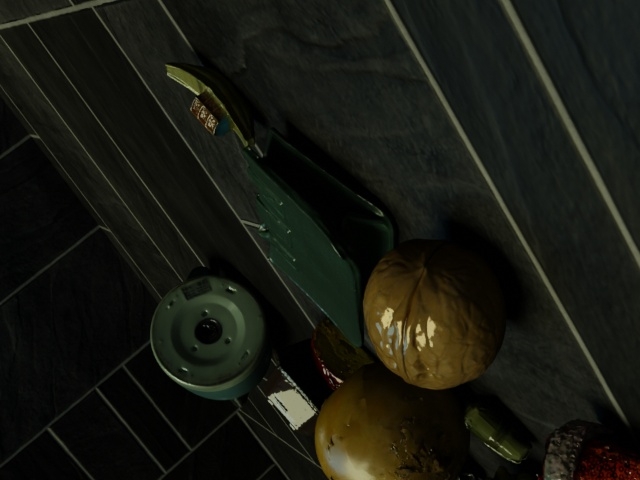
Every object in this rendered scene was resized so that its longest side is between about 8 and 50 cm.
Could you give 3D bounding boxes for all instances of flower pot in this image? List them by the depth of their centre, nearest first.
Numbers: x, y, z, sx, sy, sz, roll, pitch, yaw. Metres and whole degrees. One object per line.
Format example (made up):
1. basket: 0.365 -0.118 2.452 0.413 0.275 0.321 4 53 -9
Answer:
1. flower pot: -0.016 0.282 1.935 0.179 0.084 0.251 47 -164 12

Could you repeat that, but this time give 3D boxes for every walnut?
1. walnut: 0.132 0.087 1.205 0.165 0.165 0.197 40 154 29

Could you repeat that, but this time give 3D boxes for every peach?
1. peach: 0.039 0.225 1.860 0.172 0.092 0.127 47 167 0

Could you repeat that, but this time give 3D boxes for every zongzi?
1. zongzi: 0.252 0.272 1.507 0.104 0.052 0.113 41 179 3

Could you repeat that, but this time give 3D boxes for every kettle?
1. kettle: -0.227 0.208 2.344 0.342 0.247 0.319 73 -176 -71

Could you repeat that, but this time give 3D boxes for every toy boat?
1. toy boat: -0.153 -0.195 1.477 0.172 0.066 0.065 46 166 14

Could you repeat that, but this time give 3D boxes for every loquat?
1. loquat: 0.112 0.298 1.587 0.235 0.235 0.235 44 163 18

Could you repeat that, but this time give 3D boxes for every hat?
1. hat: 0.353 0.261 1.154 0.140 0.128 0.227 12 164 -32

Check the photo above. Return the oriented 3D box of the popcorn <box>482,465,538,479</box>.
1. popcorn: 0.262 0.460 1.543 0.249 0.225 0.249 -15 -90 -73

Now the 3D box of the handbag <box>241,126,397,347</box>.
1. handbag: 0.001 0.000 1.474 0.238 0.089 0.326 43 163 22

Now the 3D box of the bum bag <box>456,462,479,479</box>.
1. bum bag: 0.165 0.372 1.885 0.142 0.079 0.326 47 159 -28
